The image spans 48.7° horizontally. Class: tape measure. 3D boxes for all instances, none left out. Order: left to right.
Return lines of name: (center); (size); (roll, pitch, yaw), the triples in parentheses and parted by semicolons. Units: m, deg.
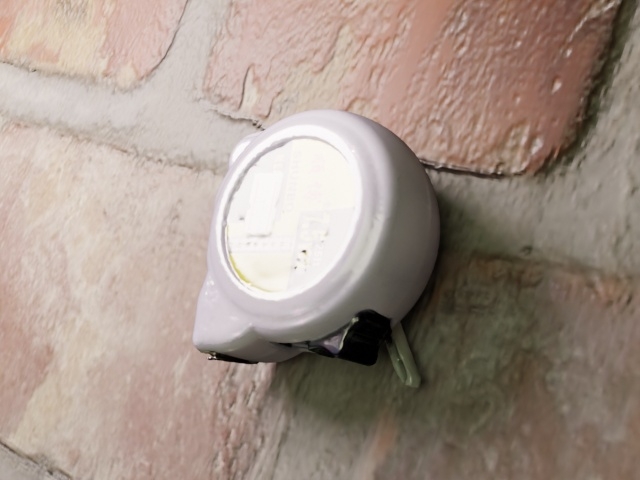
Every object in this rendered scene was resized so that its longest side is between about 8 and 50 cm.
tape measure: (0.002, 0.003, 0.521); (0.178, 0.105, 0.196); (2, 74, 37)
